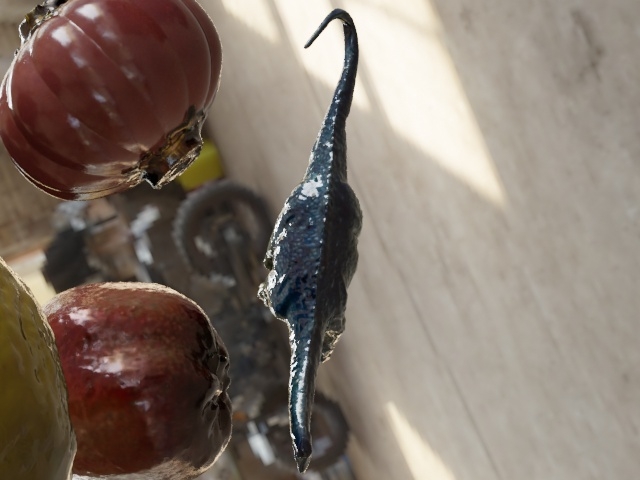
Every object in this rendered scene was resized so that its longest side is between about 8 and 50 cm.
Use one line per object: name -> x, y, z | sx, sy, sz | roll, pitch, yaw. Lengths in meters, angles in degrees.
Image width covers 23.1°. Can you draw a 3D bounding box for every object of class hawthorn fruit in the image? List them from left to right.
hawthorn fruit -> -0.161, 0.115, 1.186 | 0.169, 0.188, 0.169 | -7, -90, -78

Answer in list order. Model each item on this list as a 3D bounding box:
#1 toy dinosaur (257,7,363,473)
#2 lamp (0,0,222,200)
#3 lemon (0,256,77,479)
toy dinosaur -> -0.002, 0.007, 1.228 | 0.147, 0.076, 0.363 | 119, 159, -74
lamp -> -0.091, -0.065, 0.681 | 0.092, 0.107, 0.107 | 48, 167, 4
lemon -> -0.252, 0.106, 0.814 | 0.310, 0.253, 0.253 | 90, 156, -46
